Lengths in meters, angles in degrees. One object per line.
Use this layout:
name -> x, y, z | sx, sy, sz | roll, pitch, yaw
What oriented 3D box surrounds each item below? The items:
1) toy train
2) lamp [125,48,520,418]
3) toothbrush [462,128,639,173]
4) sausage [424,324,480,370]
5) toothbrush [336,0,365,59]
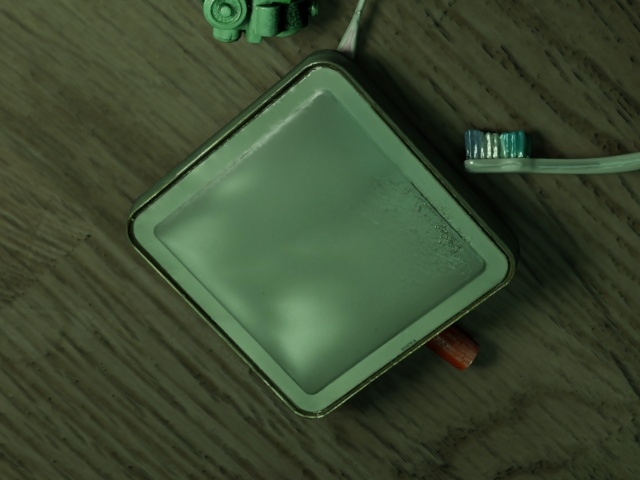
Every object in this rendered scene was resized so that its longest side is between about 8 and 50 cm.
toy train -> -0.047, -0.247, 1.440 | 0.104, 0.071, 0.178 | 1, 117, -13
lamp -> 0.000, 0.000, 1.557 | 0.269, 0.047, 0.266 | -37, 106, 23
toothbrush -> 0.334, -0.079, 1.544 | 0.417, 0.042, 0.040 | 0, 87, 1
sausage -> 0.090, 0.073, 1.629 | 0.129, 0.034, 0.034 | 37, 112, -16
toothbrush -> 0.017, -0.149, 1.518 | 0.017, 0.022, 0.204 | 20, 117, 4
